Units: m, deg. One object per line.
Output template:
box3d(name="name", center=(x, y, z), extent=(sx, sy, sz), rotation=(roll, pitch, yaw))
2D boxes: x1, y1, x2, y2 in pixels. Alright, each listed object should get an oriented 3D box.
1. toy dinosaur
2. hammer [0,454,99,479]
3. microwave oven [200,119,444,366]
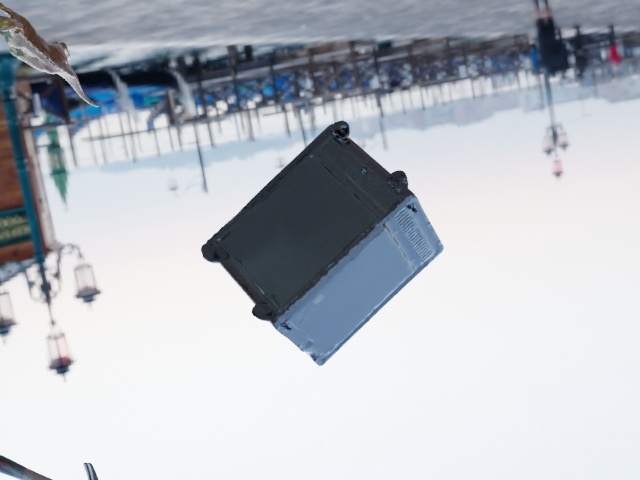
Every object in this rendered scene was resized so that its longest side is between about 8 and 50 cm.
box3d(name="toy dinosaur", center=(-0.377, -0.259, 1.252), extent=(0.212, 0.057, 0.142), rotation=(32, 179, -27))
box3d(name="hammer", center=(-0.482, 0.371, 1.440), extent=(0.287, 0.111, 0.033), rotation=(32, 150, -24))
box3d(name="microwave oven", center=(0.001, 0.001, 1.159), extent=(0.247, 0.188, 0.178), rotation=(-42, 150, -2))
